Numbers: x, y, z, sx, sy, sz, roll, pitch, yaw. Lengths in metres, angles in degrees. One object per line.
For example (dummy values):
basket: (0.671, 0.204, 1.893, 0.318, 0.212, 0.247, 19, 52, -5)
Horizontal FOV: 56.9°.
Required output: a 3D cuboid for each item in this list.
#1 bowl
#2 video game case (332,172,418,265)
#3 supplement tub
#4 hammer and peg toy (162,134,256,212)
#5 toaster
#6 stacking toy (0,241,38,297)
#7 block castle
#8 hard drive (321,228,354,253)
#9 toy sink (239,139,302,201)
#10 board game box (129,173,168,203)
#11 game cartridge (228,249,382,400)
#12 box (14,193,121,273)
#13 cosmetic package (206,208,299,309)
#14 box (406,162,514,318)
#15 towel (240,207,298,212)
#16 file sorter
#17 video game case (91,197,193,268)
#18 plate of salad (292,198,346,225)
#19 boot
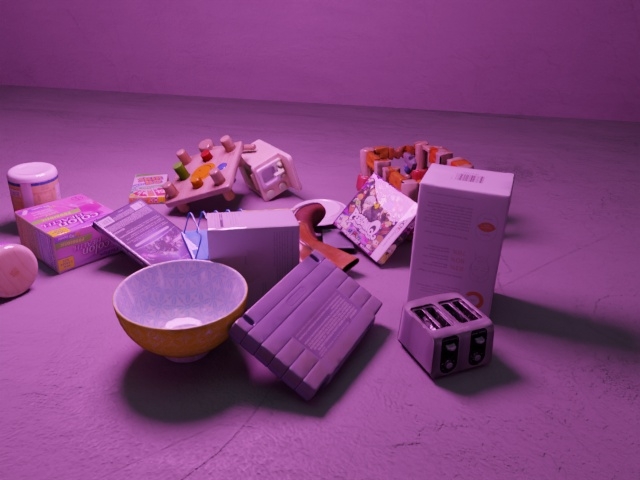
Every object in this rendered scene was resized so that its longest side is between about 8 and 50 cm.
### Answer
bowl: (-0.305, 0.177, 1.321, 0.289, 0.156, 0.289, 1, 28, -1)
video game case: (0.175, -0.068, 1.793, 0.232, 0.210, 0.042, 44, 5, 41)
supplement tub: (-0.889, -0.131, 1.850, 0.144, 0.200, 0.144, 2, 26, -1)
hammer and peg toy: (-0.387, -0.270, 2.066, 0.265, 0.127, 0.361, -12, 42, 20)
toaster: (0.281, 0.210, 1.351, 0.168, 0.110, 0.186, -8, 28, -21)
stacking toy: (-0.911, 0.052, 1.586, 0.330, 0.141, 0.141, 12, 27, 33)
block castle: (0.329, -0.178, 2.034, 0.302, 0.213, 0.453, -9, 26, -14)
hard drive: (0.053, 0.002, 1.850, 0.094, 0.022, 0.135, 1, 27, -4)
toy sink: (-0.197, -0.248, 2.160, 0.131, 0.153, 0.234, -34, 40, -19)
board game box: (-0.634, -0.198, 2.195, 0.124, 0.039, 0.259, -2, 24, -11)
game cartridge: (-0.018, 0.180, 1.337, 0.230, 0.068, 0.355, 42, 39, 6)
box: (-0.739, -0.028, 1.747, 0.243, 0.117, 0.213, 24, 33, 36)
cosmetic package: (-0.172, 0.048, 1.505, 0.224, 0.224, 0.138, -3, 21, -11)
box: (0.356, 0.001, 1.511, 0.214, 0.345, 0.168, 11, 27, 17)
towel: (-0.163, -0.077, 1.943, 0.237, 0.021, 0.102, -3, 31, 12)
file sorter: (-0.300, -0.021, 1.719, 0.170, 0.104, 0.118, -7, 48, -32)
video game case: (-0.480, -0.003, 1.689, 0.274, 0.026, 0.196, 37, 34, 7)
plate of salad: (-0.003, -0.089, 1.998, 0.199, 0.048, 0.200, -1, 29, 1)
boot: (0.000, 0.000, 1.744, 0.280, 0.096, 0.264, 25, 41, 37)
